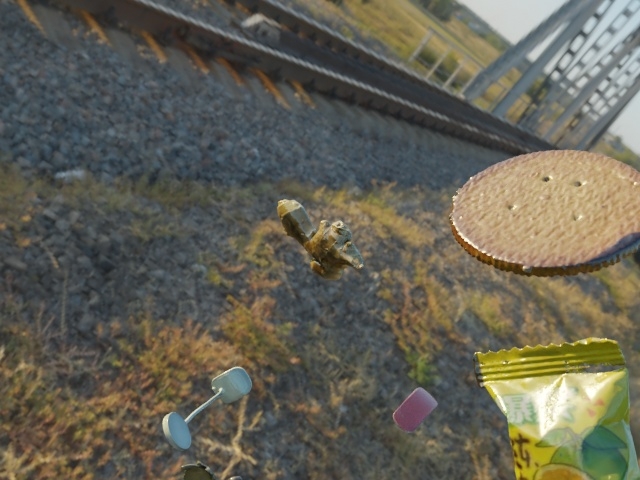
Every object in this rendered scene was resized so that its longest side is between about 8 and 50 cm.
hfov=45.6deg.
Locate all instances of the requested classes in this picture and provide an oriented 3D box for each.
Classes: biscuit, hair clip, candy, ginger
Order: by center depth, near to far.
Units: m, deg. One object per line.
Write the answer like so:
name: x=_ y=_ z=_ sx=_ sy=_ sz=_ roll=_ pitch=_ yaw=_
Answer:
candy: x=0.283 y=0.264 z=0.870 sx=0.081 sy=0.187 sz=0.297 roll=11 pitch=68 yaw=-57
biscuit: x=0.342 y=-0.044 z=1.136 sx=0.305 sy=0.305 sz=0.038 roll=-113 pitch=-174 yaw=-54
ginger: x=-0.001 y=-0.010 z=1.488 sx=0.059 sy=0.133 sz=0.214 roll=-27 pitch=75 yaw=-39
hair clip: x=0.194 y=0.337 z=1.536 sx=0.054 sy=0.022 sz=0.137 roll=44 pitch=37 yaw=13

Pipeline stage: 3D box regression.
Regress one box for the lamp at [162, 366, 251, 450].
lamp: x=-0.153 y=0.226 z=1.040 sx=0.050 sy=0.056 sz=0.198 roll=62 pitch=16 yaw=-2

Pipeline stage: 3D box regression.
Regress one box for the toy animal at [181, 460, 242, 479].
toy animal: x=-0.135 y=0.451 z=1.204 sx=0.094 sy=0.186 sz=0.214 roll=105 pitch=-22 yaw=-71
